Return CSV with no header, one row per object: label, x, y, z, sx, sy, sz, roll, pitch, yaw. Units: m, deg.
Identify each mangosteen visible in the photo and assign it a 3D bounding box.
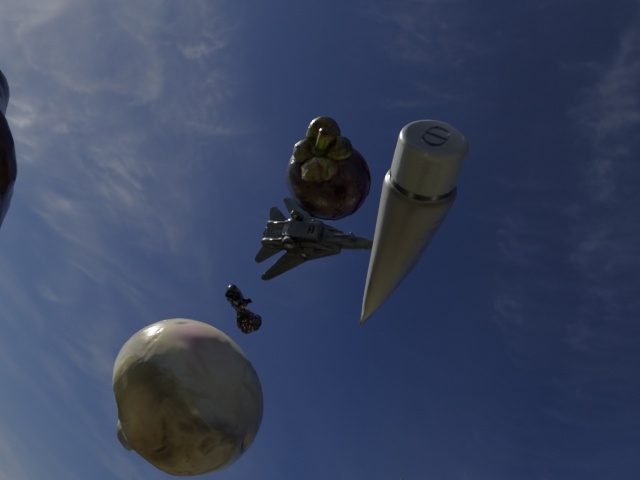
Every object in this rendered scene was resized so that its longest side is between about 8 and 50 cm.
mangosteen,0.011,-0.128,0.855,0.166,0.166,0.180,17,-35,25

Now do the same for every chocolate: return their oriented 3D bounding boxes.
chocolate,-0.193,0.160,1.132,0.072,0.070,0.147,19,-45,36

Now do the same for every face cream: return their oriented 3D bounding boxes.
face cream,0.118,-0.009,0.625,0.089,0.143,0.315,30,-39,23

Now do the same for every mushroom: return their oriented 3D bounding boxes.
mushroom,-0.263,0.303,0.936,0.315,0.315,0.356,52,-21,-4

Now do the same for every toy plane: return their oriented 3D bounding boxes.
toy plane,-0.004,-0.006,0.989,0.267,0.212,0.088,2,-28,23

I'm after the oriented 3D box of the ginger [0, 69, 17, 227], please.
ginger,-0.327,-0.055,0.237,0.152,0.357,0.275,-9,-82,27
